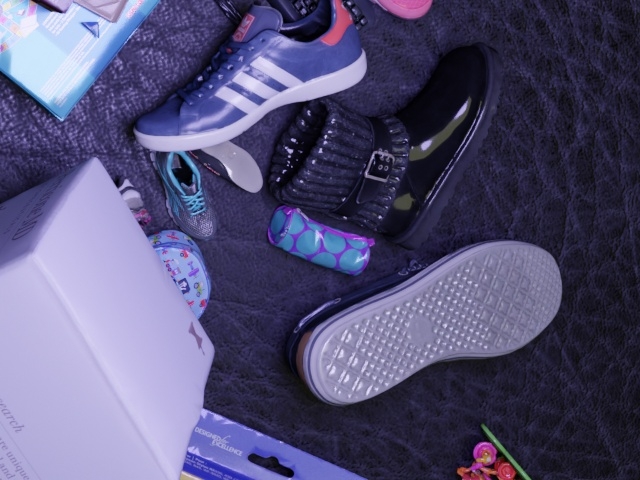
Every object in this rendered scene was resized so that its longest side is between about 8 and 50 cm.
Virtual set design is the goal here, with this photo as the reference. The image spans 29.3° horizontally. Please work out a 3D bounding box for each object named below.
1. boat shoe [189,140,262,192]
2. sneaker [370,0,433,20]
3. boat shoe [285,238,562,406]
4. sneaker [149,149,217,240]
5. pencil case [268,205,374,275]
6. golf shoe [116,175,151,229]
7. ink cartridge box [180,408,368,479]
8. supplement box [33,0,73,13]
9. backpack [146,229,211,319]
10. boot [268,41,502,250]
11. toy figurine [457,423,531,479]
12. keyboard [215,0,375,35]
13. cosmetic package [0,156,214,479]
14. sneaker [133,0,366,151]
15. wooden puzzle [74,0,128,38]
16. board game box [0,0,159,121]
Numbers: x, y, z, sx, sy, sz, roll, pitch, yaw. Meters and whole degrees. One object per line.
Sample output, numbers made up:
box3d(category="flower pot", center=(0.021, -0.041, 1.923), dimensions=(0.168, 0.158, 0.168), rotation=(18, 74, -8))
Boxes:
box3d(category="boat shoe", center=(-0.139, -0.117, 1.777), dimensions=(0.133, 0.042, 0.049), rotation=(39, 65, -23))
box3d(category="sneaker", center=(0.094, -0.458, 1.741), dimensions=(0.116, 0.136, 0.313), rotation=(-30, 110, -20))
box3d(category="boat shoe", center=(0.163, 0.115, 1.882), dimensions=(0.500, 0.156, 0.186), rotation=(-19, 102, -29))
box3d(category="sneaker", center=(-0.192, -0.070, 1.744), dimensions=(0.065, 0.076, 0.166), rotation=(-30, 110, -13))
box3d(category="pencil case", center=(0.000, 0.000, 1.838), dimensions=(0.152, 0.064, 0.070), rotation=(21, 118, -24))
box3d(category="golf shoe", center=(-0.336, -0.024, 1.713), dimensions=(0.186, 0.067, 0.086), rotation=(-24, 77, -11))
box3d(category="ink cartridge box", center=(-0.120, 0.449, 1.845), dimensions=(0.304, 0.072, 0.307), rotation=(24, 94, -8))
box3d(category="supplement box", center=(-0.386, -0.361, 1.510), dimensions=(0.188, 0.104, 0.080), rotation=(29, 89, -23))
box3d(category="backpack", center=(-0.231, 0.073, 1.737), dimensions=(0.173, 0.117, 0.158), rotation=(-24, 109, -18))
box3d(category="boot", center=(0.099, -0.172, 1.799), dimensions=(0.260, 0.131, 0.348), rotation=(24, 91, -27))
box3d(category="toy figurine", center=(0.263, 0.416, 2.008), dimensions=(0.159, 0.130, 0.173), rotation=(-40, 90, 0))
box3d(category="keyboard", center=(-0.074, -0.380, 1.755), dimensions=(0.201, 0.033, 0.317), rotation=(-44, 111, -8))
box3d(category="cosmetic package", center=(-0.390, 0.160, 1.509), dimensions=(0.394, 0.329, 0.327), rotation=(-24, 110, 12))
box3d(category="sneaker", center=(-0.109, -0.245, 1.697), dimensions=(0.350, 0.131, 0.148), rotation=(-26, 124, -16))
box3d(category="wooden puzzle", center=(-0.285, -0.331, 1.606), dimensions=(0.079, 0.014, 0.116), rotation=(34, 87, -19))
box3d(category="board game box", center=(-0.396, -0.362, 1.607), dimensions=(0.336, 0.079, 0.253), rotation=(40, 84, -23))
